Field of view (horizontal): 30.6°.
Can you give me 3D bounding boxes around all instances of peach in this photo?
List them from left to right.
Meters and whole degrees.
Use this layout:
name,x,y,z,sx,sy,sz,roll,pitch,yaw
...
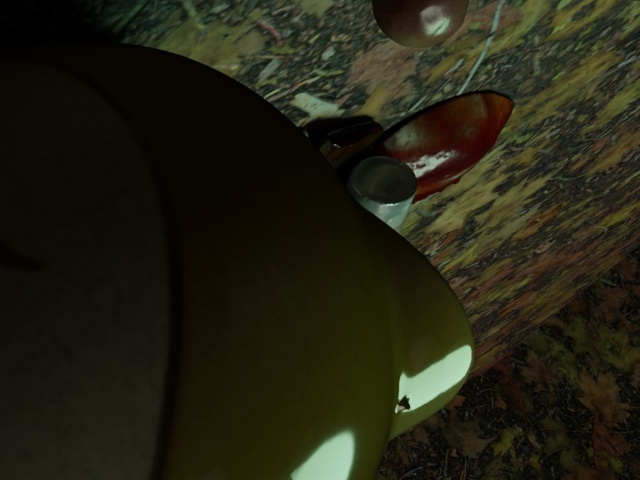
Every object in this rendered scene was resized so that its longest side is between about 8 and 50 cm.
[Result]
name,x,y,z,sx,sy,sz,roll,pitch,yaw
peach,0.081,-0.196,0.952,0.083,0.083,0.083,-30,164,-9
peach,0.146,-0.097,1.402,0.279,0.068,0.189,-24,164,-26

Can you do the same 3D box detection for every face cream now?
name,x,y,z,sx,sy,sz,roll,pitch,yaw
face cream,0.034,0.028,1.340,0.107,0.073,0.269,-35,155,-45

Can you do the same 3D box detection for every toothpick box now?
name,x,y,z,sx,sy,sz,roll,pitch,yaw
toothpick box,-0.162,0.085,0.730,0.425,0.409,0.409,-29,165,-33

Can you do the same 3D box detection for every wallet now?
name,x,y,z,sx,sy,sz,roll,pitch,yaw
wallet,-0.037,-0.044,1.270,0.255,0.031,0.137,-40,167,32

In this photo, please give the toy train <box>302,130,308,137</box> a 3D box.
name,x,y,z,sx,sy,sz,roll,pitch,yaw
toy train,-0.109,-0.024,1.166,0.252,0.048,0.055,-34,166,5
